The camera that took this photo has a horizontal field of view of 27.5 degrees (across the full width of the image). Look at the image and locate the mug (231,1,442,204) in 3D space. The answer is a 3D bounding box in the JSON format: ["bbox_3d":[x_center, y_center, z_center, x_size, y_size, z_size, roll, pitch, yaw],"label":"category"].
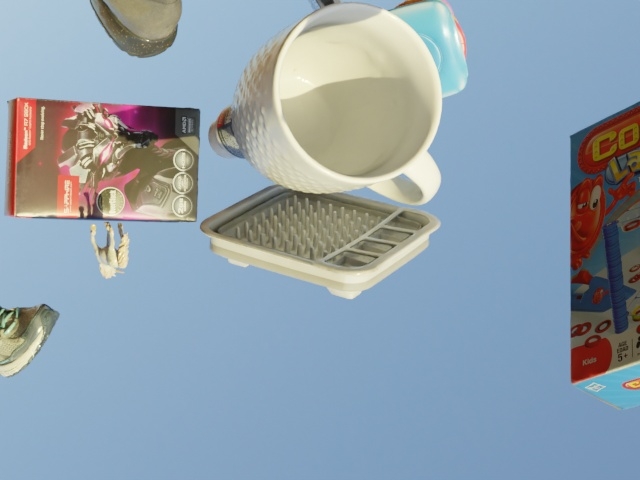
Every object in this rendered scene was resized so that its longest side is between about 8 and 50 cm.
[{"bbox_3d":[0.035,-0.181,2.095,0.276,0.374,0.328,-57,-163,-16],"label":"mug"}]

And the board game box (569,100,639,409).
[{"bbox_3d":[0.388,-0.019,1.286,0.308,0.086,0.302,-27,-133,44],"label":"board game box"}]

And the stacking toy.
[{"bbox_3d":[0.181,-0.376,2.318,0.165,0.175,0.302,-12,-154,15],"label":"stacking toy"}]

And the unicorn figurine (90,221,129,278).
[{"bbox_3d":[-0.392,0.022,2.434,0.060,0.111,0.162,-10,-171,-15],"label":"unicorn figurine"}]

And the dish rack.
[{"bbox_3d":[0.000,0.000,2.142,0.332,0.072,0.285,16,-151,29],"label":"dish rack"}]

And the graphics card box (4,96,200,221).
[{"bbox_3d":[-0.424,-0.154,2.558,0.094,0.370,0.233,-177,-90,-67],"label":"graphics card box"}]

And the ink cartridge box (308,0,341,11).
[{"bbox_3d":[-0.006,-0.449,2.325,0.045,0.208,0.206,-33,-172,2],"label":"ink cartridge box"}]

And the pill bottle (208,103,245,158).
[{"bbox_3d":[-0.129,-0.206,2.378,0.180,0.108,0.108,-17,-146,56],"label":"pill bottle"}]

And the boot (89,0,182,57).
[{"bbox_3d":[-0.261,-0.394,1.527,0.118,0.338,0.223,-43,173,-29],"label":"boot"}]

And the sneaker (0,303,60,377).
[{"bbox_3d":[-0.540,0.158,2.138,0.283,0.122,0.110,-27,-153,40],"label":"sneaker"}]
